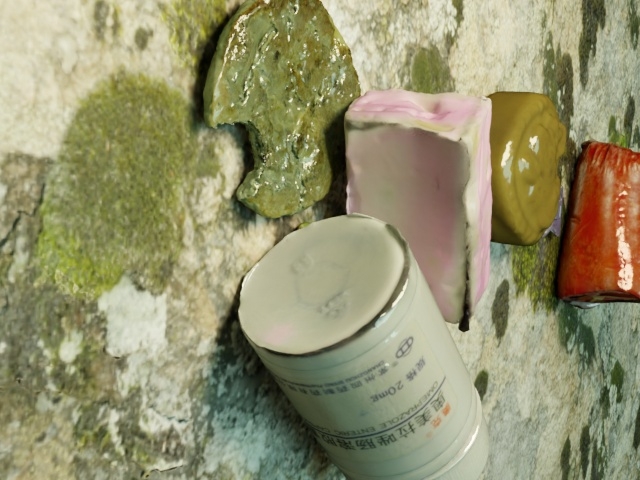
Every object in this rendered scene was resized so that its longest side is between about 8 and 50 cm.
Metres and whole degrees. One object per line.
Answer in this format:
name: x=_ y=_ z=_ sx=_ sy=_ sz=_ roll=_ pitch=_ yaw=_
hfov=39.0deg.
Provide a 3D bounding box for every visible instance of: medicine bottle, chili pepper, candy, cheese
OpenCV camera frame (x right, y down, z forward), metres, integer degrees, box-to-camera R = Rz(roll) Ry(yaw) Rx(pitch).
medicine bottle: x=0.061 y=0.148 z=0.999 sx=0.190 sy=0.190 sz=0.332 roll=-59 pitch=138 yaw=-31
chili pepper: x=0.578 y=-0.017 z=1.699 sx=0.251 sy=0.229 sz=0.305 roll=18 pitch=81 yaw=-38
candy: x=0.113 y=-0.036 z=1.040 sx=0.116 sy=0.155 sz=0.265 roll=-54 pitch=145 yaw=-47
cheese: x=0.386 y=-0.050 z=1.570 sx=0.191 sy=0.042 sz=0.105 roll=-9 pitch=105 yaw=-57

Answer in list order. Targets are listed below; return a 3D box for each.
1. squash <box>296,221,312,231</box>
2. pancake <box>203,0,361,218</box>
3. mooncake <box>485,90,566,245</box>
squash: x=0.000 y=0.000 z=1.031 sx=0.083 sy=0.027 sz=0.027 roll=30 pitch=71 yaw=-54
pancake: x=-0.033 y=-0.146 z=0.951 sx=0.253 sy=0.037 sz=0.254 roll=-15 pitch=109 yaw=-54
mooncake: x=0.291 y=-0.108 z=1.363 sx=0.235 sy=0.117 sz=0.235 roll=-20 pitch=114 yaw=-55
